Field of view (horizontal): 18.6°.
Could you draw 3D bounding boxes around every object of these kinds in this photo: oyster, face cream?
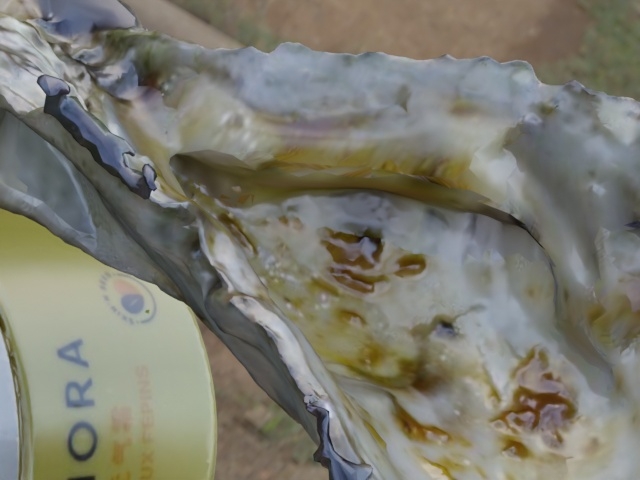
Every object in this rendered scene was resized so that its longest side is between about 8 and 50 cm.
[{"bbox_3d":[-0.004,0.007,0.699,0.337,0.133,0.198,27,55,1],"label":"oyster"},{"bbox_3d":[-0.184,0.090,0.924,0.179,0.218,0.218,1,57,-47],"label":"face cream"}]
